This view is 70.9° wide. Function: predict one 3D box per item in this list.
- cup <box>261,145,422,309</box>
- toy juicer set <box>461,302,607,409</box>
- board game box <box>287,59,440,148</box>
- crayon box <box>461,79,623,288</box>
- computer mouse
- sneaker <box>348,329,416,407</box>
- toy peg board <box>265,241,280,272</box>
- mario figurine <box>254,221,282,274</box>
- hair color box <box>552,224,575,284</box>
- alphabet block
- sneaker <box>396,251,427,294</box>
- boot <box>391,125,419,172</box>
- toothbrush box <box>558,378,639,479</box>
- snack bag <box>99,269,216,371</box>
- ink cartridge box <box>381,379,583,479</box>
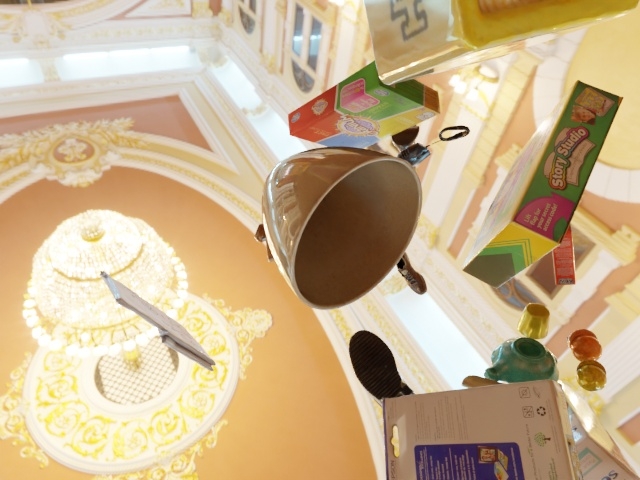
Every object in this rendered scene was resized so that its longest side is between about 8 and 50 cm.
[{"bbox_3d":[0.011,-0.060,0.929,0.331,0.331,0.237,-23,-137,-30],"label":"cup"},{"bbox_3d":[0.457,0.271,0.925,0.209,0.090,0.329,26,-139,36],"label":"toy juicer set"},{"bbox_3d":[0.107,-0.327,1.159,0.242,0.316,0.064,6,-104,-41],"label":"board game box"},{"bbox_3d":[0.468,-0.104,0.982,0.106,0.313,0.363,29,-107,9],"label":"crayon box"},{"bbox_3d":[0.319,-0.265,1.300,0.071,0.242,0.041,32,-127,-31],"label":"computer mouse"},{"bbox_3d":[0.172,0.394,1.267,0.122,0.146,0.331,-34,-86,-12],"label":"sneaker"},{"bbox_3d":[-0.106,0.035,1.611,0.160,0.079,0.161,-17,-150,-2],"label":"toy peg board"},{"bbox_3d":[0.000,0.000,1.152,0.320,0.198,0.170,24,-146,-2],"label":"mario figurine"},{"bbox_3d":[0.554,0.024,1.026,0.043,0.141,0.072,-4,-152,29],"label":"hair color box"},{"bbox_3d":[0.161,-0.287,0.458,0.192,0.194,0.197,-19,-165,-12],"label":"alphabet block"},{"bbox_3d":[0.309,0.119,1.612,0.071,0.066,0.188,-15,-110,-55],"label":"sneaker"},{"bbox_3d":[0.306,-0.287,1.552,0.091,0.229,0.263,-2,-150,16],"label":"boot"},{"bbox_3d":[0.484,0.440,0.949,0.126,0.216,0.295,40,-164,4],"label":"toothbrush box"},{"bbox_3d":[-0.472,0.225,1.277,0.037,0.342,0.323,-51,-148,-13],"label":"snack bag"},{"bbox_3d":[0.262,0.349,0.790,0.065,0.332,0.166,26,-126,-42],"label":"ink cartridge box"}]
